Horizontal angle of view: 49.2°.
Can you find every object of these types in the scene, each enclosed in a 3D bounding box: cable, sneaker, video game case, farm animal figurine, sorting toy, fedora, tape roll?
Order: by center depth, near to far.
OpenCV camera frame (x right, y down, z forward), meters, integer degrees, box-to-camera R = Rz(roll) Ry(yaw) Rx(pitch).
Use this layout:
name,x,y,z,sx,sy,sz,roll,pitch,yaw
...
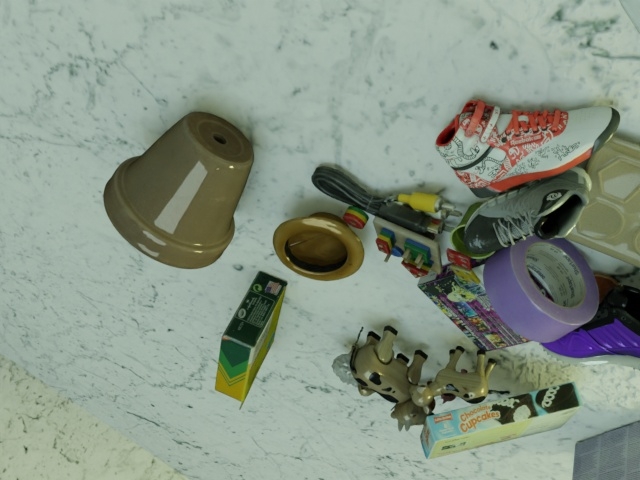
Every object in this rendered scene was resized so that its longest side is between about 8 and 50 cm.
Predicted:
name,x,y,z,sx,sy,sz,roll,pitch,yaw
sneaker,0.303,-0.166,1.077,0.145,0.090,0.270,41,140,-21
sneaker,0.319,-0.029,1.102,0.228,0.132,0.086,-35,104,28
sorting toy,0.472,-0.072,1.136,0.307,0.041,0.229,24,138,13
tape roll,0.384,0.076,1.219,0.189,0.189,0.080,32,139,-7
sneaker,0.517,0.145,1.235,0.293,0.102,0.146,0,112,49
cable,0.124,-0.071,1.324,0.287,0.072,0.139,25,159,21
sorting toy,0.168,0.027,1.328,0.274,0.046,0.132,24,164,21
video game case,0.346,0.124,1.404,0.232,0.042,0.210,44,137,-20
fedora,0.000,0.000,1.425,0.194,0.079,0.194,10,135,10
farm animal figurine,0.201,0.327,1.569,0.326,0.172,0.330,29,148,-2

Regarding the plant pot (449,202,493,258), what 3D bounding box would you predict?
name,x,y,z,sx,sy,sz,roll,pitch,yaw
plant pot,0.280,-0.025,1.250,0.083,0.079,0.083,14,139,13

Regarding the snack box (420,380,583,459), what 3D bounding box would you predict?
name,x,y,z,sx,sy,sz,roll,pitch,yaw
snack box,0.382,0.392,1.511,0.321,0.060,0.187,-12,151,-4

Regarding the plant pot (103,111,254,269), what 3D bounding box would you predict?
name,x,y,z,sx,sy,sz,roll,pitch,yaw
plant pot,-0.246,-0.116,1.333,0.263,0.263,0.229,34,121,-9

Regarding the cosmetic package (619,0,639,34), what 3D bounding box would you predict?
name,x,y,z,sx,sy,sz,roll,pitch,yaw
cosmetic package,0.544,-0.282,0.638,0.327,0.329,0.393,44,138,-19

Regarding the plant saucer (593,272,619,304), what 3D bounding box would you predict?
name,x,y,z,sx,sy,sz,roll,pitch,yaw
plant saucer,0.513,0.089,1.301,0.083,0.013,0.083,15,139,14

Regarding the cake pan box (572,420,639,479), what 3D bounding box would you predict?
name,x,y,z,sx,sy,sz,roll,pitch,yaw
cake pan box,0.659,0.527,1.519,0.070,0.246,0.267,31,139,-12

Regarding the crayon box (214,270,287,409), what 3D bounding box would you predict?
name,x,y,z,sx,sy,sz,roll,pitch,yaw
crayon box,-0.172,0.249,1.688,0.081,0.202,0.318,22,139,6
